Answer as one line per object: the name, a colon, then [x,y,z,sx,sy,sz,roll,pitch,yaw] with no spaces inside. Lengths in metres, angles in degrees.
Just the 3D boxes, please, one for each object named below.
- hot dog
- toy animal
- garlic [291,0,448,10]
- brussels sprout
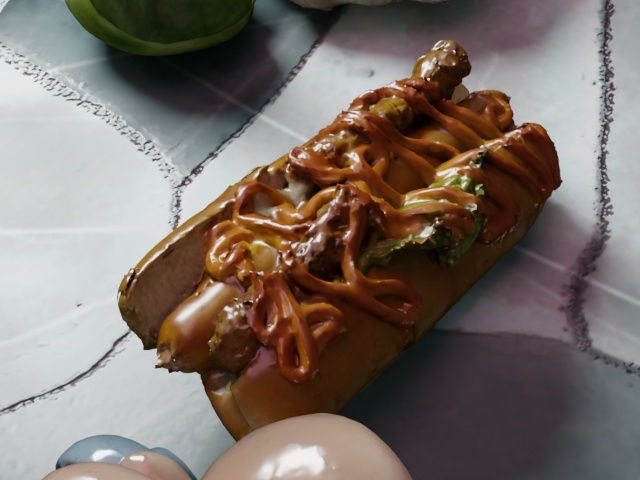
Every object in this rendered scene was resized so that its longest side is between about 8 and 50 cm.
hot dog: [0.028,-0.009,0.987,0.158,0.117,0.349,41,54,16]
toy animal: [-0.049,0.203,0.807,0.221,0.210,0.229,0,37,3]
garlic: [0.033,-0.330,1.216,0.245,0.253,0.245,-9,43,8]
brussels sprout: [-0.138,-0.225,1.219,0.145,0.131,0.183,-25,56,-21]
